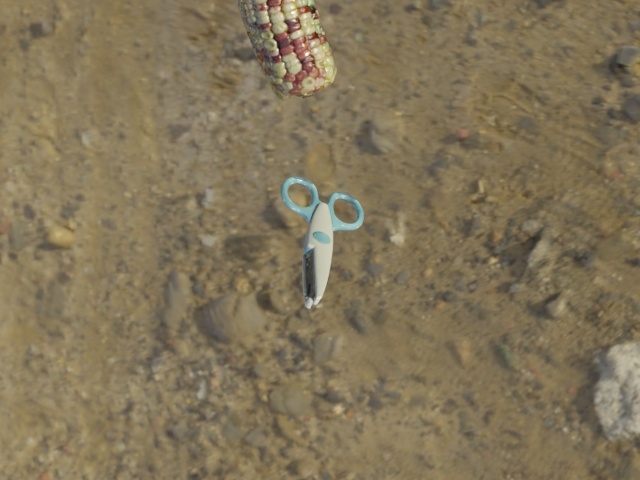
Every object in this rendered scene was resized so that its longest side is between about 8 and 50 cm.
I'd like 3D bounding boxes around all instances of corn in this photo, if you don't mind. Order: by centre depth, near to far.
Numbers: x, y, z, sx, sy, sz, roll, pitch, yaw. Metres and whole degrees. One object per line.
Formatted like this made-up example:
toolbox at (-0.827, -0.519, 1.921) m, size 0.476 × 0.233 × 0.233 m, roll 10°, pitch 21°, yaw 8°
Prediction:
corn at (-0.056, -0.278, 1.047) m, size 0.086 × 0.086 × 0.253 m, roll -8°, pitch 114°, yaw 32°

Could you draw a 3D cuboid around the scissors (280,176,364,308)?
scissors at (0.000, 0.000, 0.583) m, size 0.058 × 0.119 × 0.014 m, roll 19°, pitch 126°, yaw -11°
